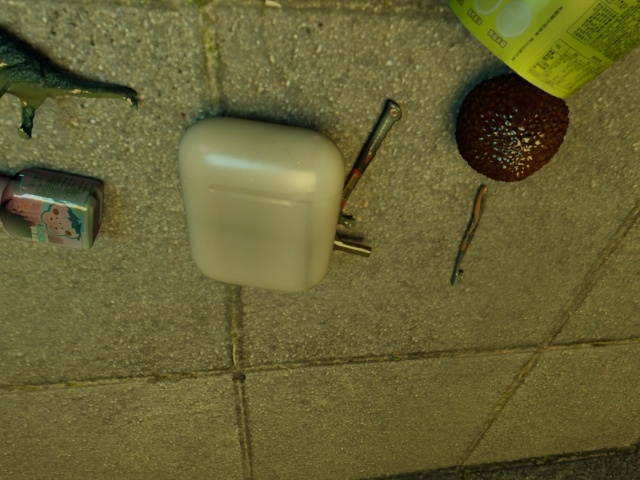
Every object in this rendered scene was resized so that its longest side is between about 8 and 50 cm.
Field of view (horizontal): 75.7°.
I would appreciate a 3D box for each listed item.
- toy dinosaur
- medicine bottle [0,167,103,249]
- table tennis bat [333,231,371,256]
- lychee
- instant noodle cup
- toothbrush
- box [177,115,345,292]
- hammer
[{"bbox_3d":[-0.462,-0.251,0.587,0.363,0.147,0.076,28,161,-26],"label":"toy dinosaur"},{"bbox_3d":[-0.505,-0.062,0.743,0.188,0.094,0.119,11,129,-19],"label":"medicine bottle"},{"bbox_3d":[0.000,0.000,0.917,0.234,0.022,0.131,14,137,-10],"label":"table tennis bat"},{"bbox_3d":[0.330,-0.195,0.730,0.194,0.194,0.194,-5,131,-6],"label":"lychee"},{"bbox_3d":[0.327,-0.352,0.536,0.311,0.311,0.221,18,136,-24],"label":"instant noodle cup"},{"bbox_3d":[0.360,0.001,1.004,0.031,0.023,0.321,-12,133,-10],"label":"toothbrush"},{"bbox_3d":[-0.110,-0.052,0.773,0.288,0.141,0.349,9,130,2],"label":"box"},{"bbox_3d":[0.078,-0.143,0.822,0.111,0.033,0.288,15,126,-23],"label":"hammer"}]
